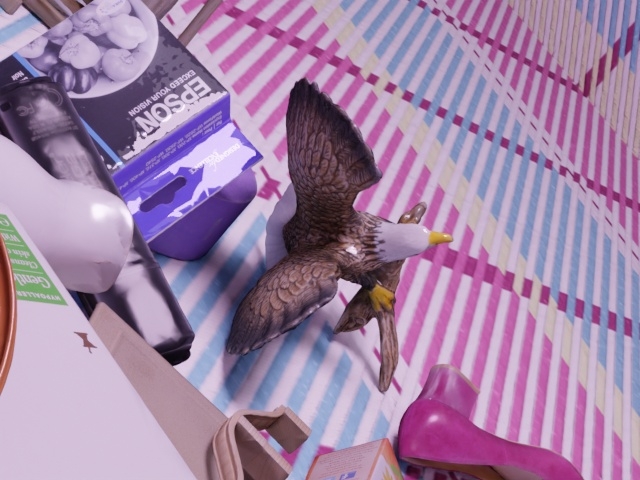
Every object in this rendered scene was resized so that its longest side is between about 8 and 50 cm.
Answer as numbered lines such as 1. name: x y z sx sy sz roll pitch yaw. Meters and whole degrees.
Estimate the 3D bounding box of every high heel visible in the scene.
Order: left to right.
1. high heel: 0.171 0.234 1.654 0.244 0.082 0.117 48 46 -20

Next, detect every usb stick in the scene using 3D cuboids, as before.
1. usb stick: -0.191 -0.014 1.423 0.077 0.045 0.278 -19 70 -32

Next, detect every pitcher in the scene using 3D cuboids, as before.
1. pitcher: -0.272 -0.027 1.308 0.178 0.125 0.207 17 2 35

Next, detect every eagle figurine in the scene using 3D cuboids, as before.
1. eagle figurine: 0.010 -0.004 1.591 0.298 0.225 0.226 20 39 -61

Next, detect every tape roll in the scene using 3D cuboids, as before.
1. tape roll: -0.158 -0.075 1.647 0.189 0.080 0.189 35 20 -15

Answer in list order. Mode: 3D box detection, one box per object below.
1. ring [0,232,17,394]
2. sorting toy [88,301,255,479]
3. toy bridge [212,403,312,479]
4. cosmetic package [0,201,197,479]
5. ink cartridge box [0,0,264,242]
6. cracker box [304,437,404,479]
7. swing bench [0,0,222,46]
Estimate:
1. ring: -0.329 0.030 0.903 0.337 0.032 0.336 5 51 -6
2. sorting toy: -0.127 0.149 1.275 0.348 0.047 0.196 45 17 -12
3. toy bridge: -0.050 0.160 1.308 0.063 0.026 0.188 46 16 -4
4. cosmetic package: -0.202 0.144 1.006 0.365 0.155 0.197 50 21 26
5. ink cartridge box: -0.187 -0.101 1.523 0.206 0.045 0.208 -39 79 -27
6. cracker box: 0.027 0.259 1.222 0.232 0.067 0.155 -56 128 -71
7. swing bench: -0.206 -0.326 1.822 0.255 0.253 0.165 36 21 -14
